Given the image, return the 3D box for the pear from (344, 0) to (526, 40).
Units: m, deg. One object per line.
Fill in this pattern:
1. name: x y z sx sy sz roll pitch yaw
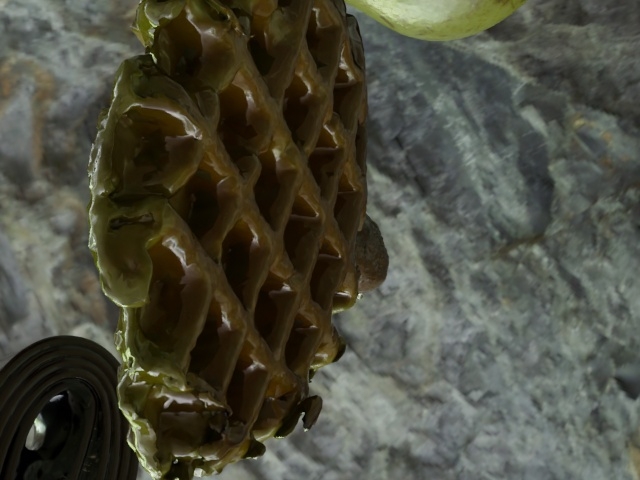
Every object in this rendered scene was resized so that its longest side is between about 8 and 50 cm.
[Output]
1. pear: 0.109 -0.333 1.059 0.283 0.283 0.284 7 -72 23

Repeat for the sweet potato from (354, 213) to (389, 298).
1. sweet potato: 0.006 -0.003 0.825 0.068 0.226 0.068 -9 -111 24

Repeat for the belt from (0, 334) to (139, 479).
1. belt: -0.318 0.272 1.198 0.217 0.339 0.122 31 -37 -32

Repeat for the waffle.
1. waffle: -0.034 -0.025 0.619 0.068 0.325 0.302 4 -74 21
